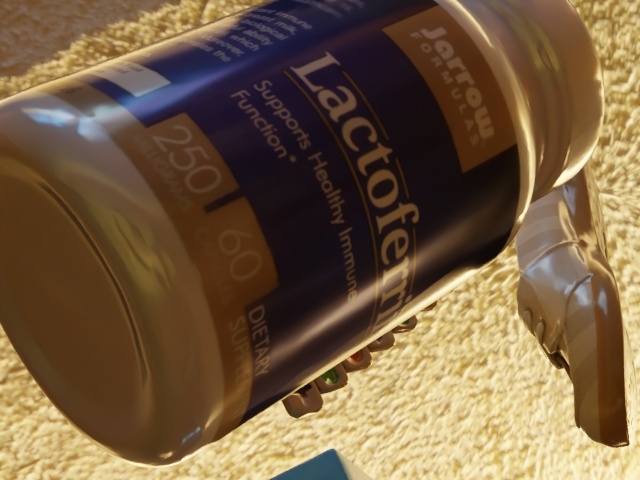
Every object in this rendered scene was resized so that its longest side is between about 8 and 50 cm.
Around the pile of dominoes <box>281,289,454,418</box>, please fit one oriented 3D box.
[{"bbox_3d":[0.000,0.000,0.853,0.196,0.251,0.040,47,-45,9],"label":"pile of dominoes"}]

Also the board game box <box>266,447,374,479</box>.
[{"bbox_3d":[0.074,0.313,0.734,0.064,0.242,0.316,-28,-117,5],"label":"board game box"}]

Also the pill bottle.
[{"bbox_3d":[-0.004,-0.030,0.486,0.153,0.265,0.153,31,-44,36],"label":"pill bottle"}]

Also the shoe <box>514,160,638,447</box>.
[{"bbox_3d":[0.137,0.031,0.624,0.058,0.219,0.076,-12,-54,14],"label":"shoe"}]
